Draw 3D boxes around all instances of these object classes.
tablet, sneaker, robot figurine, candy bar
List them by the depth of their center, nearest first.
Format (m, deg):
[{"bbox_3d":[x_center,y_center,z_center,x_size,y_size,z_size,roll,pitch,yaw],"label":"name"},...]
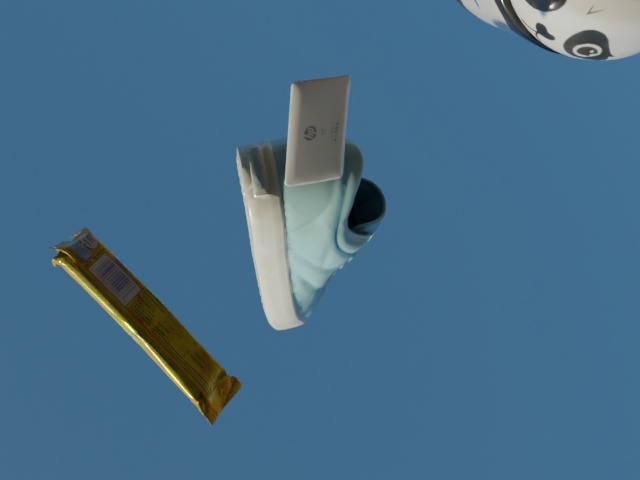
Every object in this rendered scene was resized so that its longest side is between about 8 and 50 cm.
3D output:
[{"bbox_3d":[-0.118,0.055,0.937,0.161,0.018,0.040,46,-129,-5],"label":"candy bar"},{"bbox_3d":[-0.002,-0.083,1.054,0.054,0.006,0.083,-11,-64,-33],"label":"tablet"},{"bbox_3d":[0.189,-0.238,1.100,0.209,0.278,0.173,-4,-70,-17],"label":"robot figurine"},{"bbox_3d":[0.000,0.000,1.505,0.150,0.366,0.135,-9,-110,-1],"label":"sneaker"}]
